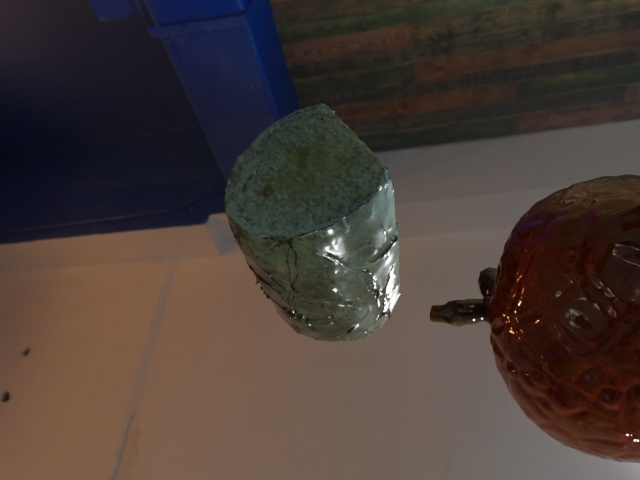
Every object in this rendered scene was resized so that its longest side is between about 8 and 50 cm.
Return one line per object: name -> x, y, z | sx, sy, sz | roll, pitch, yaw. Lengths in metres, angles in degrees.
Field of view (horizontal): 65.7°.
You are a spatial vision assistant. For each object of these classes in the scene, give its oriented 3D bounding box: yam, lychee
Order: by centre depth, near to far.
lychee -> 0.253, 0.063, 0.431 | 0.300, 0.255, 0.255 | -17, -138, 37
yam -> -0.003, 0.004, 0.661 | 0.201, 0.271, 0.202 | -31, -131, -4
